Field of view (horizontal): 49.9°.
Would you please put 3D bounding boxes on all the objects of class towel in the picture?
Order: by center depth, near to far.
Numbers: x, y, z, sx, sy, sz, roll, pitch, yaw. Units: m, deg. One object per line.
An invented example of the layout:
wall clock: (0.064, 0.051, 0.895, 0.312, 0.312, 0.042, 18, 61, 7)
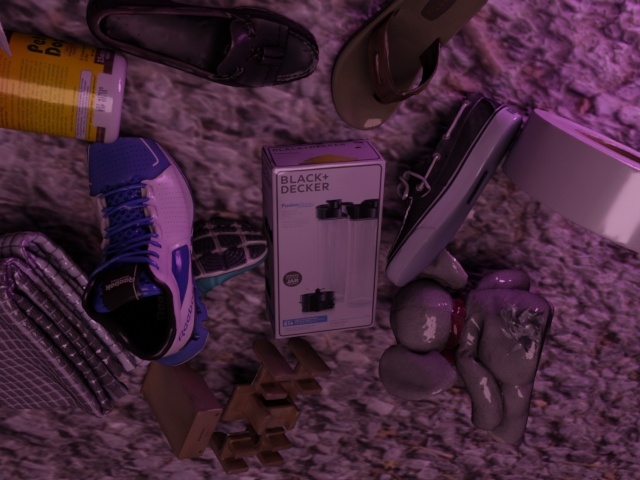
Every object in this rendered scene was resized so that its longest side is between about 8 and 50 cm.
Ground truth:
towel: (-0.410, 0.129, 0.948, 0.235, 0.121, 0.283, -11, 126, 27)

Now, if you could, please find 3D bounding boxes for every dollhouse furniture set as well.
dollhouse furniture set: (-0.147, 0.254, 1.145, 0.242, 0.161, 0.212, 5, 119, -41)

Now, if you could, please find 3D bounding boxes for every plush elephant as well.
plush elephant: (0.225, 0.149, 1.109, 0.330, 0.255, 0.271, 56, 51, -62)

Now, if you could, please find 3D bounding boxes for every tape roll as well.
tape roll: (0.412, -0.084, 0.990, 0.286, 0.286, 0.100, 17, 112, -22)

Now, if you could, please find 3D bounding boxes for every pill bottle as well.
pill bottle: (-0.351, -0.190, 0.837, 0.215, 0.117, 0.117, 7, 116, -18)

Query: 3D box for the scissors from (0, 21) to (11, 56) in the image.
scissors: (-0.344, -0.321, 0.635, 0.109, 0.021, 0.297, -27, 120, 4)

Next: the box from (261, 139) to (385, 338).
box: (0.000, 0.000, 1.046, 0.169, 0.087, 0.290, -4, 118, -12)

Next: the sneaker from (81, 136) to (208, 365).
sneaker: (-0.226, 0.014, 0.874, 0.127, 0.182, 0.315, -14, 88, 1)

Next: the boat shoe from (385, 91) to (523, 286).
boat shoe: (0.171, -0.079, 1.019, 0.306, 0.105, 0.113, -59, 157, 8)

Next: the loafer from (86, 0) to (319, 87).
loafer: (-0.141, -0.247, 0.872, 0.303, 0.095, 0.109, 7, 116, -18)

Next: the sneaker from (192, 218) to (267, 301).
sneaker: (-0.204, 0.054, 1.035, 0.275, 0.107, 0.110, -22, 140, 4)

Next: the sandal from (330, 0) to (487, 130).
sandal: (0.106, -0.243, 0.891, 0.120, 0.086, 0.303, 15, 144, -22)
